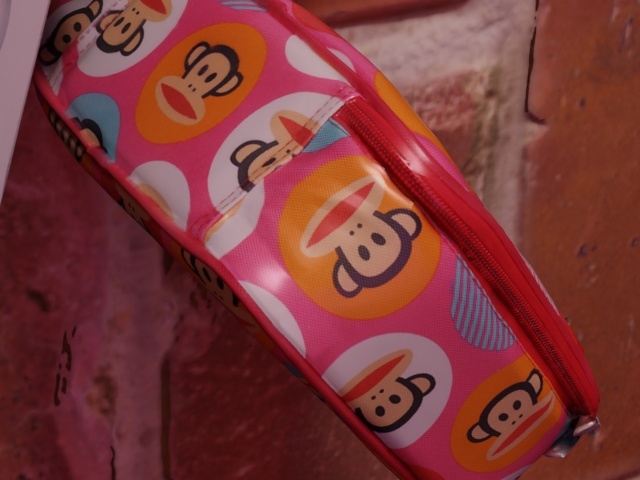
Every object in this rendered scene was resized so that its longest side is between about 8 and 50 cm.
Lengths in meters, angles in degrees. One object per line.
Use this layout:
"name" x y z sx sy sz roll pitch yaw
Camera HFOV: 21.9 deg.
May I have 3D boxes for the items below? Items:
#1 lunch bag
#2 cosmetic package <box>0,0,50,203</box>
"lunch bag" 0.000 0.000 0.785 0.120 0.293 0.258 -41 134 -2
"cosmetic package" -0.272 -0.162 0.588 0.377 0.097 0.284 4 112 -33
